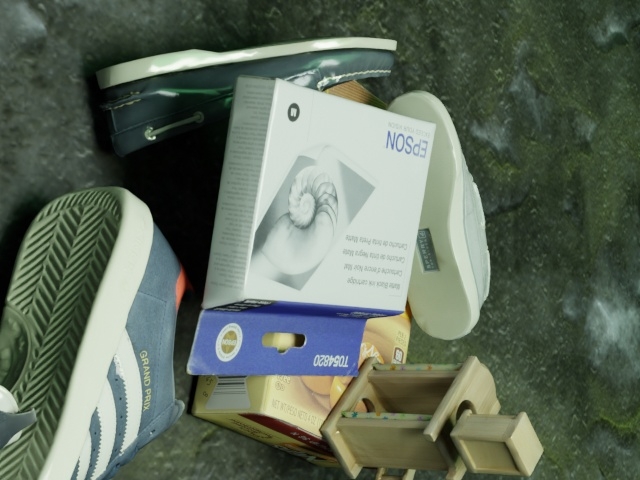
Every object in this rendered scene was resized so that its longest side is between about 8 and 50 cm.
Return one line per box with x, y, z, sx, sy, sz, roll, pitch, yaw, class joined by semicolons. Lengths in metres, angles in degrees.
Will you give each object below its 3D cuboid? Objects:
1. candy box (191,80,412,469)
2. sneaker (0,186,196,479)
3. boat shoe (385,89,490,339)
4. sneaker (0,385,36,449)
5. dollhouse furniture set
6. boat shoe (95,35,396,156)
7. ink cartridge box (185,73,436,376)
0.002;0.025;1.264;0.183;0.088;0.316;31;63;-47;candy box
-0.175;0.139;1.001;0.148;0.131;0.350;52;53;-46;sneaker
0.103;-0.028;1.277;0.081;0.079;0.227;-42;124;-59;boat shoe
-0.250;0.134;0.859;0.094;0.153;0.235;106;-15;-58;sneaker
0.126;0.181;1.187;0.101;0.182;0.161;-53;127;-39;dollhouse furniture set
-0.052;-0.119;1.156;0.255;0.095;0.079;-12;95;-27;boat shoe
0.000;0.000;1.111;0.223;0.045;0.224;7;94;-54;ink cartridge box
